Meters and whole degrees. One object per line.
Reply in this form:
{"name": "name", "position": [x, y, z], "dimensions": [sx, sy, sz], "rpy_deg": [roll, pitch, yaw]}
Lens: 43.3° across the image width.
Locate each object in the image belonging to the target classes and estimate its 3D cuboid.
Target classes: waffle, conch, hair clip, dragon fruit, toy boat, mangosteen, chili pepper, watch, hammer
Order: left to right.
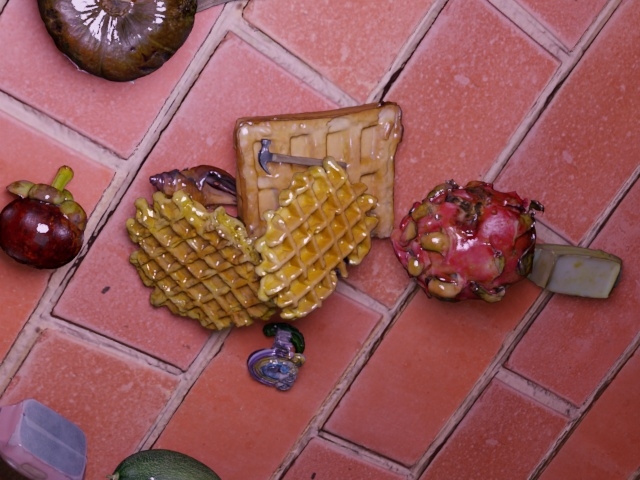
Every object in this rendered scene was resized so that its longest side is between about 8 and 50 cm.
{"name": "watch", "position": [-0.592, 0.466, 1.595], "dimensions": [0.241, 0.162, 0.253], "rpy_deg": [-39, 117, 14]}
{"name": "mangosteen", "position": [-0.482, -0.038, 1.407], "dimensions": [0.156, 0.146, 0.181], "rpy_deg": [25, 102, -24]}
{"name": "waffle", "position": [-0.218, 0.042, 1.500], "dimensions": [0.307, 0.060, 0.312], "rpy_deg": [6, 129, 15]}
{"name": "conch", "position": [-0.219, -0.101, 1.518], "dimensions": [0.232, 0.080, 0.086], "rpy_deg": [-13, 132, -41]}
{"name": "hair clip", "position": [-0.096, 0.258, 1.709], "dimensions": [0.116, 0.049, 0.172], "rpy_deg": [17, 132, -5]}
{"name": "chili pepper", "position": [-0.069, 0.201, 1.718], "dimensions": [0.055, 0.035, 0.118], "rpy_deg": [-36, 129, 24]}
{"name": "hammer", "position": [-0.032, -0.143, 1.481], "dimensions": [0.182, 0.017, 0.062], "rpy_deg": [6, 104, -29]}
{"name": "waffle", "position": [-0.004, -0.113, 1.559], "dimensions": [0.348, 0.077, 0.304], "rpy_deg": [-11, 114, -25]}
{"name": "waffle", "position": [0.001, 0.000, 1.477], "dimensions": [0.283, 0.065, 0.310], "rpy_deg": [12, 93, -46]}
{"name": "dragon fruit", "position": [0.288, 0.013, 1.635], "dimensions": [0.291, 0.269, 0.250], "rpy_deg": [-8, 113, -29]}
{"name": "toy boat", "position": [0.603, 0.073, 1.871], "dimensions": [0.276, 0.084, 0.111], "rpy_deg": [9, 106, -21]}

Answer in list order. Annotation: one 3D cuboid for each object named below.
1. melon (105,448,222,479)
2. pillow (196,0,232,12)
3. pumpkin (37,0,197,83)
{"name": "melon", "position": [-0.322, 0.532, 1.684], "dimensions": [0.287, 0.182, 0.182], "rpy_deg": [34, 98, -30]}
{"name": "pillow", "position": [-0.173, -0.467, 1.398], "dimensions": [0.217, 0.033, 0.130], "rpy_deg": [-18, 120, -9]}
{"name": "pumpkin", "position": [-0.323, -0.386, 1.284], "dimensions": [0.260, 0.189, 0.260], "rpy_deg": [-5, 115, -10]}
